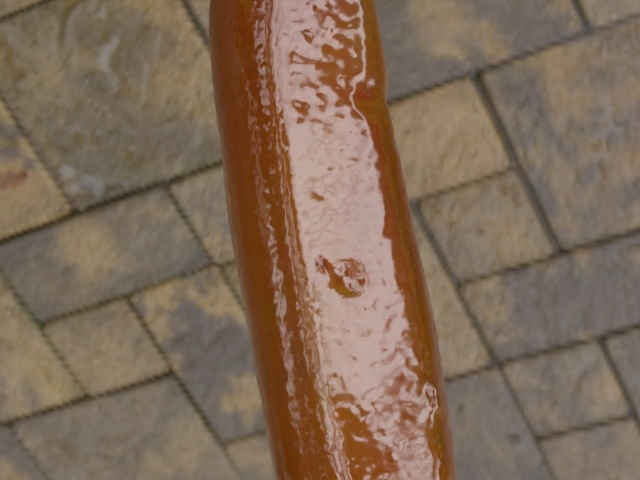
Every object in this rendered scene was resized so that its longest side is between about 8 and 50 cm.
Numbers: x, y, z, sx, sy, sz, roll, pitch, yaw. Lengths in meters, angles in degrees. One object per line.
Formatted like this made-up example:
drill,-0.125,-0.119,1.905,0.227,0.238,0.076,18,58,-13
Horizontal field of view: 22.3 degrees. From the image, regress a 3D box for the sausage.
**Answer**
sausage,0.000,0.000,0.818,0.094,0.348,0.097,-9,175,-27
